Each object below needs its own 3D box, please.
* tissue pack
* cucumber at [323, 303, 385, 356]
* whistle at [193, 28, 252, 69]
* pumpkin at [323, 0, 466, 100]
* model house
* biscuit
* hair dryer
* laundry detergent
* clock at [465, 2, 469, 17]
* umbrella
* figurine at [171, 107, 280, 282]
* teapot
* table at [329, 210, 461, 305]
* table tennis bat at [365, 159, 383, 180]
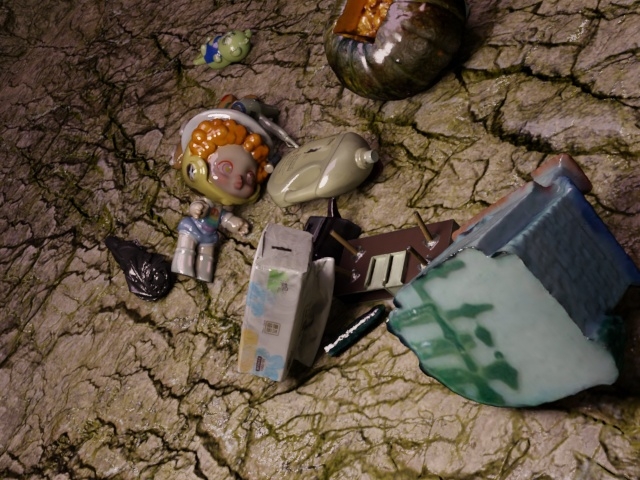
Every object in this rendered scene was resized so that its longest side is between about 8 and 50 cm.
[{"bbox_3d":[-0.056,0.112,1.544,0.159,0.145,0.230,-79,1,-62],"label":"tissue pack"},{"bbox_3d":[0.064,0.155,1.537,0.133,0.032,0.032,-39,38,12],"label":"cucumber"},{"bbox_3d":[-0.276,-0.532,2.442,0.227,0.085,0.105,-7,44,43],"label":"whistle"},{"bbox_3d":[0.149,-0.437,1.794,0.320,0.192,0.321,-11,73,41],"label":"pumpkin"},{"bbox_3d":[0.308,0.042,1.271,0.329,0.252,0.295,-49,6,-38],"label":"model house"},{"bbox_3d":[-0.272,-0.301,2.269,0.301,0.049,0.197,-18,49,34],"label":"biscuit"},{"bbox_3d":[-0.103,-0.276,2.061,0.067,0.199,0.167,-62,-8,24],"label":"hair dryer"},{"bbox_3d":[0.015,-0.145,1.774,0.253,0.091,0.181,-9,33,46],"label":"laundry detergent"},{"bbox_3d":[0.250,-0.470,1.889,0.135,0.041,0.101,3,60,46],"label":"clock"},{"bbox_3d":[-0.448,0.048,2.091,0.118,0.118,0.340,-53,37,-6],"label":"umbrella"},{"bbox_3d":[-0.256,-0.106,1.934,0.205,0.224,0.382,3,61,51],"label":"figurine"},{"bbox_3d":[0.000,0.000,1.684,0.087,0.096,0.177,6,63,47],"label":"teapot"},{"bbox_3d":[0.115,0.025,1.533,0.240,0.111,0.122,-12,51,39],"label":"table"},{"bbox_3d":[0.102,-0.152,1.789,0.050,0.007,0.083,-38,40,15],"label":"table tennis bat"}]
